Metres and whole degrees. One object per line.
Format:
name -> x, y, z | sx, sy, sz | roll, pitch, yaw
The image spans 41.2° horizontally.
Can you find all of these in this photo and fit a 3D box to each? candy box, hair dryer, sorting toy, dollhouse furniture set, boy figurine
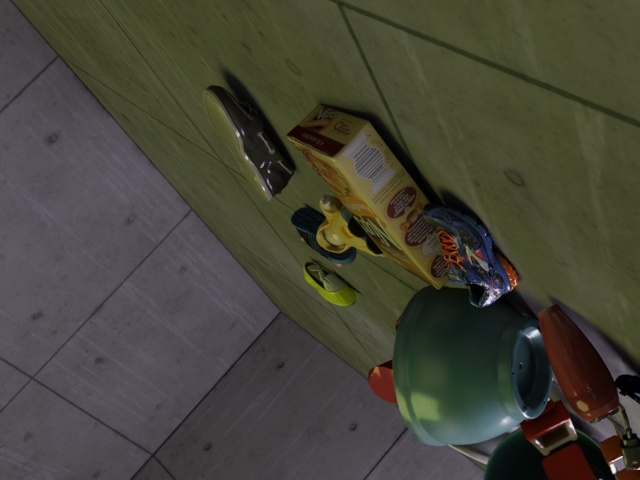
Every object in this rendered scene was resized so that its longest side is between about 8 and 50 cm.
candy box -> 0.097, -0.073, 1.408 | 0.316, 0.087, 0.183 | 49, 173, -30
hair dryer -> 0.419, 0.226, 1.389 | 0.294, 0.080, 0.224 | 61, -178, -26
sorting toy -> 0.310, 0.370, 2.176 | 0.365, 0.126, 0.127 | 15, 128, 23
dollhouse furniture set -> 0.476, 0.431, 1.669 | 0.135, 0.262, 0.259 | 52, -167, -33
boy figurine -> 0.059, -0.030, 1.740 | 0.177, 0.092, 0.285 | 42, 167, -13

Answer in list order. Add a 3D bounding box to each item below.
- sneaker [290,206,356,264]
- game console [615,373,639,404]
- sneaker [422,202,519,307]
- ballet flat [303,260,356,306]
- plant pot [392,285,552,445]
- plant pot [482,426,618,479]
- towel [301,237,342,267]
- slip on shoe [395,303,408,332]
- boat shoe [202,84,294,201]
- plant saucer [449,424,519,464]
sneaker -> 0.021, 0.000, 2.041 | 0.232, 0.081, 0.090 | 41, 175, 45
game console -> 0.556, 0.253, 1.193 | 0.213, 0.044, 0.361 | 44, 170, -9
sneaker -> 0.230, 0.026, 1.345 | 0.221, 0.087, 0.083 | 47, 168, -24
ballet flat -> 0.019, 0.124, 2.556 | 0.231, 0.077, 0.077 | 33, 150, 48
plant pot -> 0.288, 0.223, 1.506 | 0.196, 0.293, 0.293 | -4, 139, 39
plant pot -> 0.537, 0.566, 1.896 | 0.293, 0.293, 0.235 | 35, -178, 34
towel -> 0.000, 0.000, 2.230 | 0.144, 0.029, 0.197 | 39, 169, 15
slip on shoe -> 0.251, 0.189, 1.882 | 0.123, 0.101, 0.331 | 45, 168, -8
boat shoe -> -0.146, -0.218, 1.777 | 0.112, 0.095, 0.335 | 38, 164, 37
plant saucer -> 0.419, 0.493, 2.295 | 0.400, 0.101, 0.400 | 25, -176, -2
